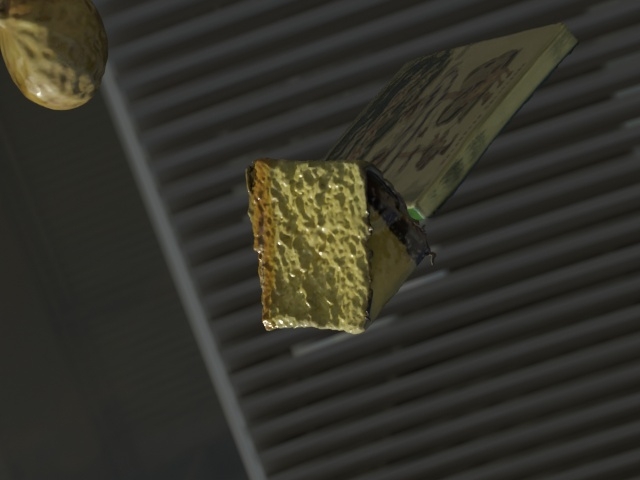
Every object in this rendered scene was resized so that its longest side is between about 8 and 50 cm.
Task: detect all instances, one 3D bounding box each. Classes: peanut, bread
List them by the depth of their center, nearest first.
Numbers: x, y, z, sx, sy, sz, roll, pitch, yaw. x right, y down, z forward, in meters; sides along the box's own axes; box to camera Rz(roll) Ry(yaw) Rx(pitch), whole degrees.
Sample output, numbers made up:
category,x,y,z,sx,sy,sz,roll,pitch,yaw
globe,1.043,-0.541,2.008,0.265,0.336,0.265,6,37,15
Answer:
category,x,y,z,sx,sy,sz,roll,pitch,yaw
bread,0.000,0.000,1.454,0.147,0.152,0.127,-3,-147,41
peanut,-0.310,-0.229,1.936,0.109,0.159,0.140,-26,-166,-27

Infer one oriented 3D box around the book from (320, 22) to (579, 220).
category,x,y,z,sx,sy,sz,roll,pitch,yaw
book,0.107,-0.117,1.828,0.260,0.043,0.371,-49,-164,-16
